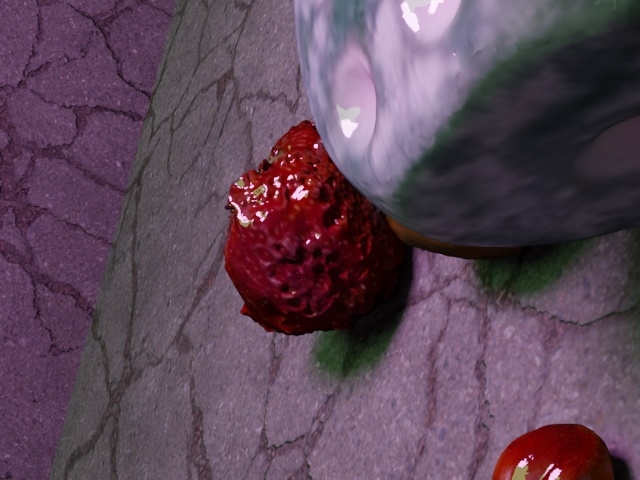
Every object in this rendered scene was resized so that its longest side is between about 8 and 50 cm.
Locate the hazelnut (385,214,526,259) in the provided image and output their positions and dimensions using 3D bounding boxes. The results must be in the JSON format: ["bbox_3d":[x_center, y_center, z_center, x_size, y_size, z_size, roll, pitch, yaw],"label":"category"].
[{"bbox_3d":[0.161,-0.074,1.013,0.210,0.210,0.186,-52,54,35],"label":"hazelnut"}]

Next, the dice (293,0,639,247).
[{"bbox_3d":[0.179,-0.210,0.767,0.328,0.331,0.348,125,136,-57],"label":"dice"}]

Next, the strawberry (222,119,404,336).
[{"bbox_3d":[0.000,0.000,1.255,0.274,0.220,0.274,-58,-13,-22],"label":"strawberry"}]

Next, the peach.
[{"bbox_3d":[0.192,0.198,0.834,0.101,0.101,0.100,-45,35,45],"label":"peach"}]
